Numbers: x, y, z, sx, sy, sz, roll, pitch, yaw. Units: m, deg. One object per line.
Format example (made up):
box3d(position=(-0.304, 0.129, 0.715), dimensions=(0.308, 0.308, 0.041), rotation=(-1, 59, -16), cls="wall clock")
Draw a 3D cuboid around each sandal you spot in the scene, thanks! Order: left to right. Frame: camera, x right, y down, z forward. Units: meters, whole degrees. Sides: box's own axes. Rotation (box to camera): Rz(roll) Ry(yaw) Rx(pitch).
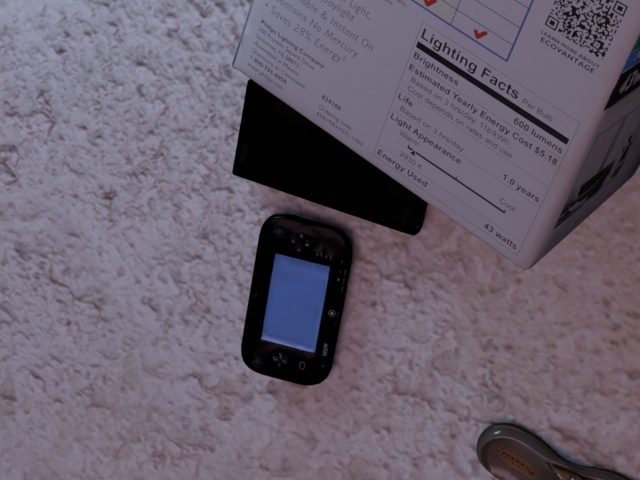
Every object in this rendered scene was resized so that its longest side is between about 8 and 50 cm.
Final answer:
box3d(position=(0.261, 0.271, 2.091), dimensions=(0.219, 0.060, 0.090), rotation=(32, 121, 8), cls="sandal")

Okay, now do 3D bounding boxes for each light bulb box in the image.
box3d(position=(0.156, -0.237, 1.753), dimensions=(0.358, 0.225, 0.361), rotation=(36, 134, 16), cls="light bulb box")

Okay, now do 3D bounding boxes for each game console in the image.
box3d(position=(0.000, 0.000, 2.098), dimensions=(0.213, 0.044, 0.361), rotation=(19, 119, 16), cls="game console")
